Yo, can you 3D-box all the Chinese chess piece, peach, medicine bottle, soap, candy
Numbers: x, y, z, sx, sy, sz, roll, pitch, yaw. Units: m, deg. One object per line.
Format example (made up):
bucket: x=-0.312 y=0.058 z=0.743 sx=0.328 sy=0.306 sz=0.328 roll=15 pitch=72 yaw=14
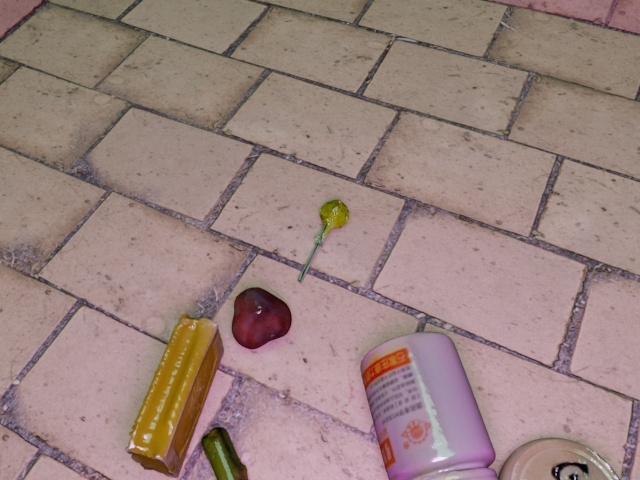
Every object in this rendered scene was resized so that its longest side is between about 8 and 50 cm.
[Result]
Chinese chess piece: x=0.479 y=0.522 z=1.144 sx=0.251 sy=0.101 sz=0.250 roll=-1 pitch=55 yaw=1
peach: x=-0.146 y=0.187 z=1.378 sx=0.152 sy=0.152 sz=0.152 roll=-1 pitch=56 yaw=2
medicine bottle: x=0.228 y=0.401 z=1.169 sx=0.219 sy=0.219 sz=0.388 roll=-12 pitch=57 yaw=-5
soap: x=-0.307 y=0.336 z=1.258 sx=0.091 sy=0.199 sz=0.314 roll=15 pitch=56 yaw=5
candy: x=-0.001 y=0.001 z=1.553 sx=0.077 sy=0.073 sz=0.262 roll=12 pitch=63 yaw=33

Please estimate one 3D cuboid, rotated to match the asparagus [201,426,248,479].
asparagus: x=-0.176 y=0.526 z=1.204 sx=0.067 sy=0.060 sz=0.277 roll=-11 pitch=54 yaw=-28
